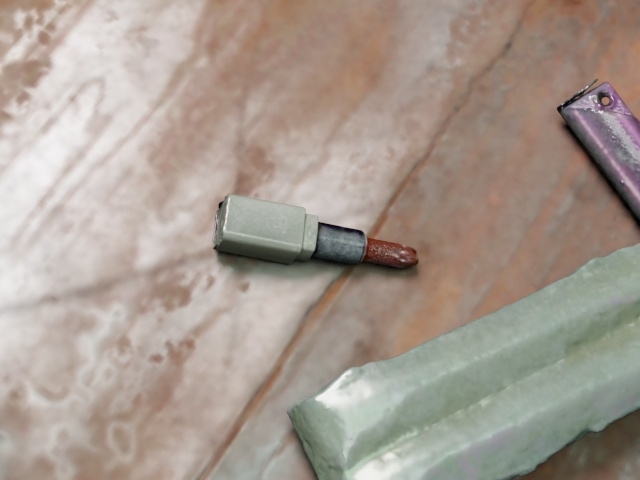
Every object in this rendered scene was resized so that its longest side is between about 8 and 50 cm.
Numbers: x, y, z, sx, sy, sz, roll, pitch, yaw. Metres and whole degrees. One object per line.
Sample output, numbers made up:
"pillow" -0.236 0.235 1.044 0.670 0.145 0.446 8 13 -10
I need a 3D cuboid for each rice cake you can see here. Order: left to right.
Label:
"rice cake" 0.099 0.072 0.592 0.226 0.040 0.085 -24 77 -17

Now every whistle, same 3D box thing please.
"whistle" 0.193 -0.012 0.643 0.033 0.033 0.176 -31 80 -19

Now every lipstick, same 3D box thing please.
"lipstick" 0.000 0.000 0.605 0.107 0.025 0.025 10 70 -13
